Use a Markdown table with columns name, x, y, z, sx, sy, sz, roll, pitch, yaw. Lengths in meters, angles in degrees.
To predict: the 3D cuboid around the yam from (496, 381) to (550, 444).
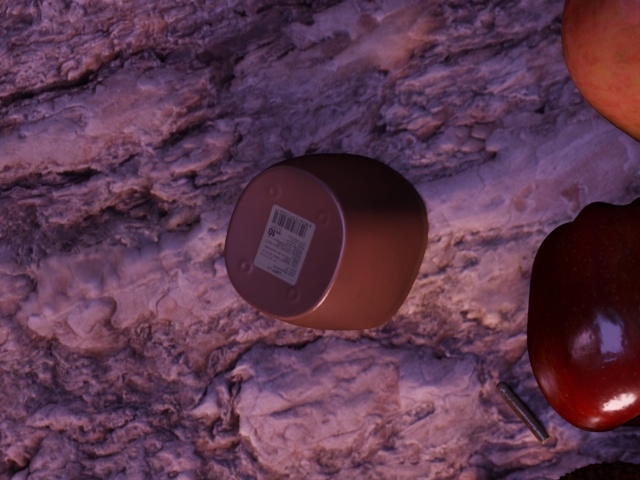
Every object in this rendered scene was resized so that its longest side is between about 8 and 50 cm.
| name | x | y | z | sx | sy | sz | roll | pitch | yaw |
| --- | --- | --- | --- | --- | --- | --- | --- | --- | --- |
| yam | 0.311 | 0.264 | 1.946 | 0.021 | 0.021 | 0.116 | -48 | 65 | 24 |

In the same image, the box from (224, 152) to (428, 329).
| name | x | y | z | sx | sy | sz | roll | pitch | yaw |
| --- | --- | --- | --- | --- | --- | --- | --- | --- | --- |
| box | 0.000 | 0.000 | 2.034 | 0.301 | 0.216 | 0.300 | -1 | 88 | 32 |

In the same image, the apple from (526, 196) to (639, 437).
| name | x | y | z | sx | sy | sz | roll | pitch | yaw |
| --- | --- | --- | --- | --- | --- | --- | --- | --- | --- |
| apple | 0.423 | 0.108 | 1.728 | 0.288 | 0.288 | 0.316 | -18 | 71 | 32 |

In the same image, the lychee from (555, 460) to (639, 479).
| name | x | y | z | sx | sy | sz | roll | pitch | yaw |
| --- | --- | --- | --- | --- | --- | --- | --- | --- | --- |
| lychee | 0.420 | 0.431 | 1.746 | 0.261 | 0.261 | 0.260 | 0 | 91 | 33 |

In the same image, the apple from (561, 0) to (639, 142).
| name | x | y | z | sx | sy | sz | roll | pitch | yaw |
| --- | --- | --- | --- | --- | --- | --- | --- | --- | --- |
| apple | 0.496 | -0.279 | 1.631 | 0.364 | 0.364 | 0.363 | 0 | 91 | 33 |
